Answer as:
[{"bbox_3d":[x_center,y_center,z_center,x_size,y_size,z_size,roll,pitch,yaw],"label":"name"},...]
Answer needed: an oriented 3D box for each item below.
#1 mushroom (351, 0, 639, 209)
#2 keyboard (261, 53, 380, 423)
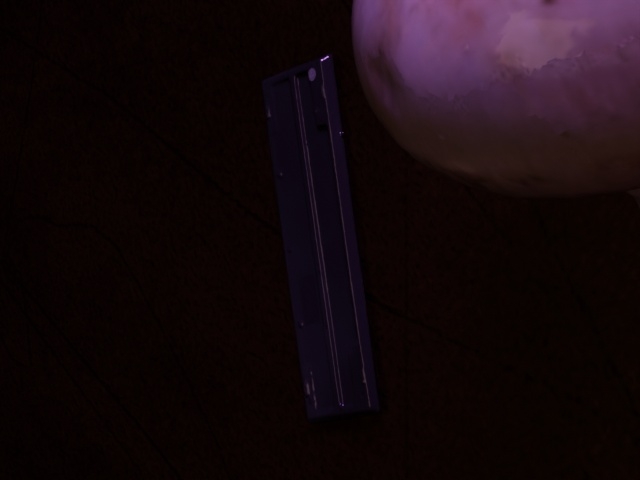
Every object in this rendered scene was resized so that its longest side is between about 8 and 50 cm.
[{"bbox_3d":[0.142,-0.079,0.695,0.243,0.243,0.244,3,94,50],"label":"mushroom"},{"bbox_3d":[0.000,0.000,0.993,0.067,0.011,0.202,-17,79,51],"label":"keyboard"}]
